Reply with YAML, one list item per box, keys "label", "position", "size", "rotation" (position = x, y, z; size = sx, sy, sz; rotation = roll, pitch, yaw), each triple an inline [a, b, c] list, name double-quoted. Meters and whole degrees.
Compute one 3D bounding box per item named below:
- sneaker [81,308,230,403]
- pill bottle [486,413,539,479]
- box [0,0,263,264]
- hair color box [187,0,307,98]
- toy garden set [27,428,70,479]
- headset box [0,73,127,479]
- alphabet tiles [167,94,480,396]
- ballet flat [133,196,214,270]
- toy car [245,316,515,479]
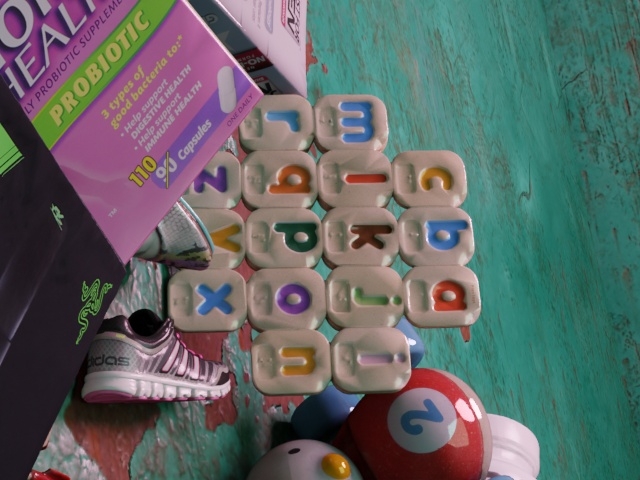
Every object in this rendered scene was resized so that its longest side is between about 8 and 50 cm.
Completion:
- label: "sneaker"
  position: [-0.128, 0.093, 1.026]
  size: [0.170, 0.063, 0.075]
  rotation: [12, 74, -58]
- label: "pill bottle"
  position: [0.175, 0.345, 1.429]
  size: [0.162, 0.162, 0.278]
  rotation: [56, 32, -38]
- label: "box"
  position: [-0.191, -0.099, 0.798]
  size: [0.213, 0.117, 0.243]
  rotation: [-51, 137, -9]
- label: "hair color box"
  position: [-0.144, -0.280, 1.123]
  size: [0.374, 0.113, 0.185]
  rotation: [42, 42, -51]
- label: "toy garden set"
  position: [-0.221, 0.162, 0.808]
  size: [0.244, 0.049, 0.204]
  rotation: [52, 34, -43]
- label: "headset box"
  position: [-0.217, 0.057, 0.567]
  size: [0.246, 0.131, 0.283]
  rotation: [78, 33, -67]
- label: "alphabet tiles"
  position: [0.000, 0.000, 1.149]
  size: [0.021, 0.278, 0.284]
  rotation: [108, -21, -69]
- label: "ballet flat"
  position: [-0.169, -0.045, 1.014]
  size: [0.079, 0.077, 0.221]
  rotation: [-52, 122, -37]
- label: "toy car"
  position: [0.019, 0.215, 1.134]
  size: [0.238, 0.210, 0.219]
  rotation: [-7, 54, -43]
